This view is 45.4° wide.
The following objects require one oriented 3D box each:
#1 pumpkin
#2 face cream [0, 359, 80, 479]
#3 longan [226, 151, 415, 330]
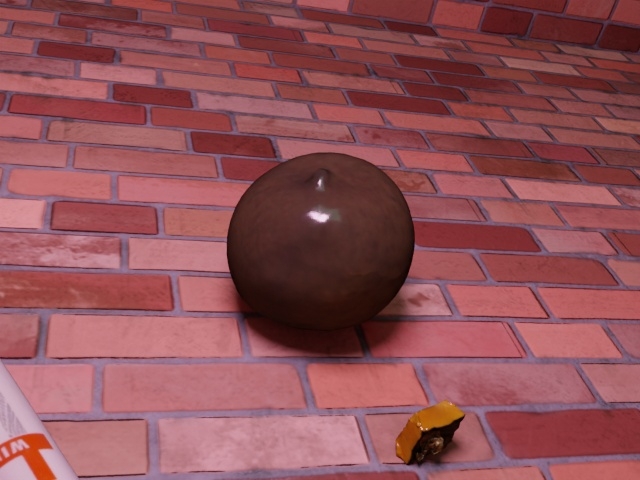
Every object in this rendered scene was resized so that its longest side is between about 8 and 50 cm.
[{"bbox_3d":[0.148,0.260,1.028,0.083,0.074,0.054,-11,47,-32],"label":"pumpkin"},{"bbox_3d":[-0.327,0.258,0.832,0.102,0.102,0.345,-18,44,-38],"label":"face cream"},{"bbox_3d":[-0.001,0.004,1.164,0.297,0.297,0.297,10,34,-7],"label":"longan"}]
